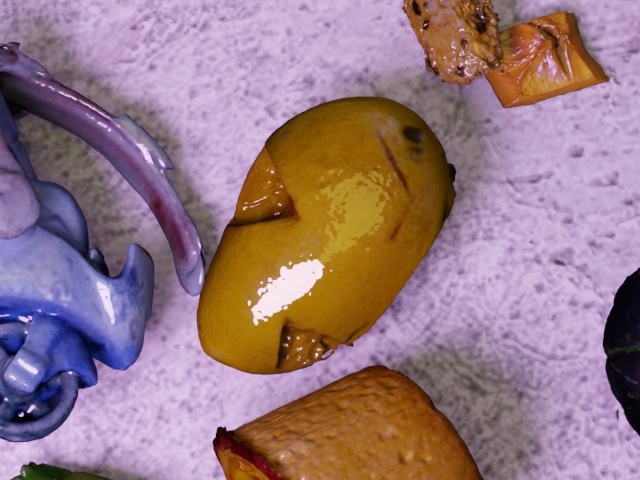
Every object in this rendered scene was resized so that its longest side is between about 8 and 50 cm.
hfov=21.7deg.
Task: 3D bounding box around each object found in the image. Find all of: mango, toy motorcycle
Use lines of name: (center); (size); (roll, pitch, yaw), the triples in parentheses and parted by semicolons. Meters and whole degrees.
mango: (0.000, 0.000, 1.382); (0.167, 0.130, 0.262); (31, 89, 8)
toy motorcycle: (-0.234, -0.014, 1.367); (0.241, 0.182, 0.319); (-31, 80, -1)

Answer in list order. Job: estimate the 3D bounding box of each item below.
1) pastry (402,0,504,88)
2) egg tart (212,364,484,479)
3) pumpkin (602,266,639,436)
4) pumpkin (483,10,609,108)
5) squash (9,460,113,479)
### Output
pastry: (0.108, -0.199, 1.433); (0.056, 0.080, 0.140); (-9, 82, -39)
egg tart: (0.023, 0.205, 1.325); (0.171, 0.215, 0.215); (-34, 81, -18)
pumpkin: (0.337, 0.087, 1.334); (0.220, 0.162, 0.220); (0, 79, -1)
pumpkin: (0.191, -0.156, 1.439); (0.101, 0.035, 0.073); (-20, 84, -2)
squash: (-0.093, 0.305, 1.344); (0.395, 0.107, 0.107); (33, 85, 15)
